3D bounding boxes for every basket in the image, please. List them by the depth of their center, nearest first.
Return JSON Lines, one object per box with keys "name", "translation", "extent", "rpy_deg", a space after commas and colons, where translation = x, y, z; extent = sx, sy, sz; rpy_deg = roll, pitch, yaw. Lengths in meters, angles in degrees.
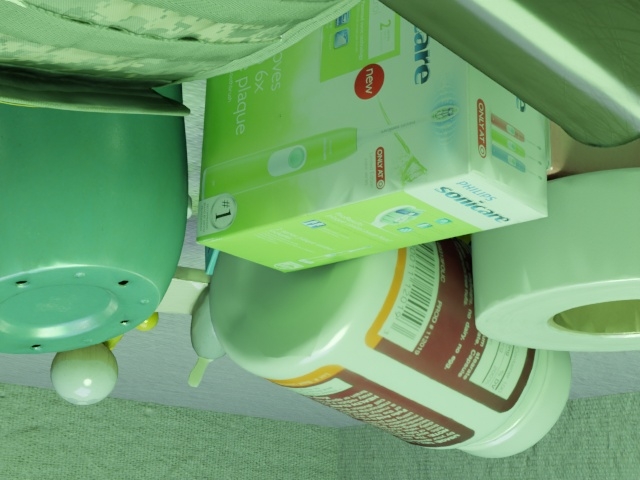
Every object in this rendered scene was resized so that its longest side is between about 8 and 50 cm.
{"name": "basket", "translation": [0.120, -0.190, 0.690], "extent": [0.227, 0.204, 0.154], "rpy_deg": [23, 137, -28]}

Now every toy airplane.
{"name": "toy airplane", "translation": [-0.289, 0.073, 1.372], "extent": [0.386, 0.272, 0.384], "rpy_deg": [-8, 160, 26]}

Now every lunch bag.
{"name": "lunch bag", "translation": [-0.136, -0.157, 0.561], "extent": [0.287, 0.168, 0.235], "rpy_deg": [-22, 167, 36]}

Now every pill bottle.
{"name": "pill bottle", "translation": [0.092, 0.093, 1.134], "extent": [0.224, 0.224, 0.392], "rpy_deg": [-13, 148, 39]}

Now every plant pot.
{"name": "plant pot", "translation": [-0.251, -0.038, 0.959], "extent": [0.293, 0.235, 0.293], "rpy_deg": [-12, 155, -6]}

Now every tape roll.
{"name": "tape roll", "translation": [0.283, 0.026, 0.978], "extent": [0.286, 0.100, 0.286], "rpy_deg": [0, 161, 0]}

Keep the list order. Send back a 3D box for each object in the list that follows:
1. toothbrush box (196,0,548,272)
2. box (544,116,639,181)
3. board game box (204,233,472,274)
{"name": "toothbrush box", "translation": [0.037, -0.104, 0.897], "extent": [0.283, 0.206, 0.122], "rpy_deg": [-12, 158, 38]}
{"name": "box", "translation": [0.265, -0.095, 1.006], "extent": [0.232, 0.148, 0.127], "rpy_deg": [9, 160, -26]}
{"name": "board game box", "translation": [0.057, -0.040, 1.203], "extent": [0.336, 0.079, 0.253], "rpy_deg": [5, 146, -15]}
